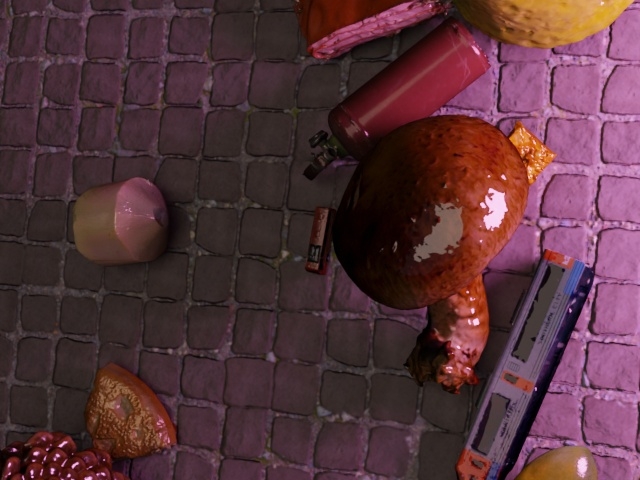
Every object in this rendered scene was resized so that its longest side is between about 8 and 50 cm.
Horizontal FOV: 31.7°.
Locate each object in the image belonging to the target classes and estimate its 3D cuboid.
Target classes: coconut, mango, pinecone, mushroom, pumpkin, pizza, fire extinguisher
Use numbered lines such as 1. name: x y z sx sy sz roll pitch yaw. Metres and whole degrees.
1. coconut: -0.325 -0.031 1.892 0.152 0.147 0.147 -8 83 26
2. mango: 0.324 0.411 1.651 0.137 0.091 0.237 9 82 15
3. pinecone: -0.471 0.508 1.803 0.384 0.384 0.384 -2 85 20
4. mushroom: 0.185 0.005 1.628 0.334 0.331 0.356 -45 87 -7
5. pumpkin: 0.307 -0.129 1.722 0.083 0.054 0.074 41 103 -3
6. pizza: -0.331 0.316 1.912 0.182 0.062 0.161 34 90 14
7. fire extinguisher: 0.103 -0.204 1.769 0.337 0.147 0.106 -37 87 4

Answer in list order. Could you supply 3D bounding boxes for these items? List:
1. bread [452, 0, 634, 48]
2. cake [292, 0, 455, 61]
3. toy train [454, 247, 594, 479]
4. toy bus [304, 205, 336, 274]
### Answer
1. bread: 0.305 -0.466 1.617 0.348 0.308 0.348 -1 87 24
2. cake: 0.076 -0.352 1.780 0.287 0.098 0.135 6 77 37
3. toy train: 0.291 0.211 1.680 0.089 0.086 0.409 24 94 21
4. toy bus: 0.000 0.000 1.825 0.031 0.043 0.110 9 88 20
